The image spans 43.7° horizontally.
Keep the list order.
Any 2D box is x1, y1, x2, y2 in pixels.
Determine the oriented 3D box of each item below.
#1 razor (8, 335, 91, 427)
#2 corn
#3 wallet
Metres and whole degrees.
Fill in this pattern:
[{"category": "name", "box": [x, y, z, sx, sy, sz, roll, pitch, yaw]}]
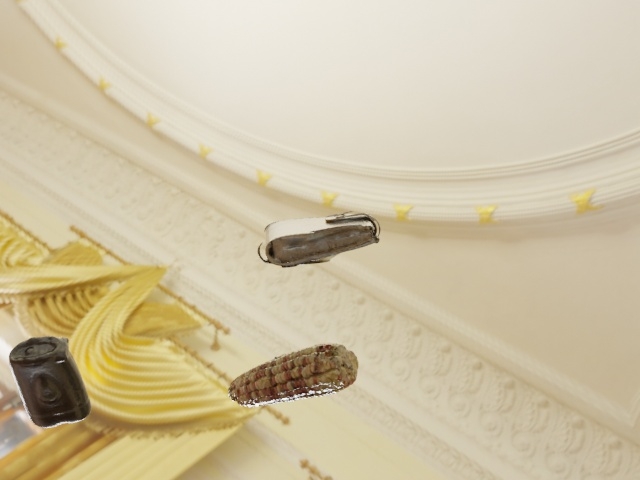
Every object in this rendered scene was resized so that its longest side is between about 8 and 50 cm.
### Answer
[{"category": "razor", "box": [-0.387, 0.201, 1.141, 0.054, 0.090, 0.148, -113, -166, -53]}, {"category": "corn", "box": [-0.045, 0.210, 1.212, 0.237, 0.079, 0.079, -24, -85, 38]}, {"category": "wallet", "box": [0.000, 0.000, 1.137, 0.231, 0.170, 0.069, -107, -172, -83]}]
